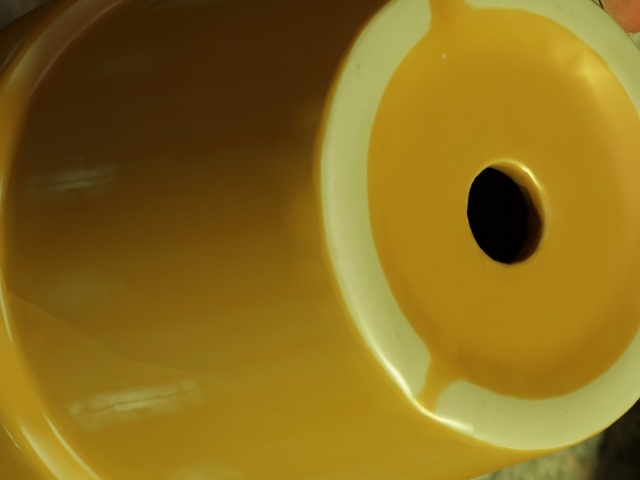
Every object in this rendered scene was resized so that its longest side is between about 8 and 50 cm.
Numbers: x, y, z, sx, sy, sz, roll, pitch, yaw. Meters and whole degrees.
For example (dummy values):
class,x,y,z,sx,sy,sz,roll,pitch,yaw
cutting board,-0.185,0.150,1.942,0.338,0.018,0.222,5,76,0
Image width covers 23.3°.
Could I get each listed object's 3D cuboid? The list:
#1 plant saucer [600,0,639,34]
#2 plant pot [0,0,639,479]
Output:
class,x,y,z,sx,sy,sz,roll,pitch,yaw
plant saucer,0.179,-0.261,0.712,0.259,0.048,0.258,-33,102,-33
plant pot,0.000,0.000,0.470,0.205,0.188,0.205,5,81,-33
